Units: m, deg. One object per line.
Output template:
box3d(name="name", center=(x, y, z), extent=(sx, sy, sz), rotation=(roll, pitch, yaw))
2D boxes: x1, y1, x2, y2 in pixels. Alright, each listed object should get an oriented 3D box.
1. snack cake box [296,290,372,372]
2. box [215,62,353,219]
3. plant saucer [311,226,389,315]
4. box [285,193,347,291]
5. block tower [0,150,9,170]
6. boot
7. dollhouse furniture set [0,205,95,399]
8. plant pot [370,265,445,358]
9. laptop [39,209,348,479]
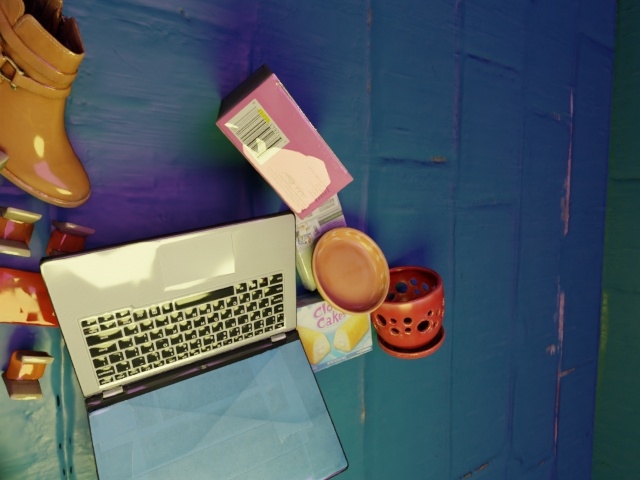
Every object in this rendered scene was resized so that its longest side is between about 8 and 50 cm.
box3d(name="snack cake box", center=(-0.014, 0.199, 0.935), extent=(0.264, 0.089, 0.152), rotation=(-10, 100, -33))
box3d(name="box", center=(-0.072, -0.189, 0.764), extent=(0.117, 0.243, 0.214), rotation=(-37, 117, 9))
box3d(name="plant saucer", center=(0.064, 0.069, 0.929), extent=(0.199, 0.037, 0.200), rotation=(13, 64, -26))
box3d(name="box", center=(0.000, 0.000, 0.961), extent=(0.145, 0.038, 0.187), rotation=(-28, 107, -29))
box3d(name="block tower", center=(-0.578, -0.161, 0.495), extent=(0.335, 0.097, 0.091), rotation=(38, 34, -24))
box3d(name="boot", center=(-0.378, -0.199, 0.580), extent=(0.284, 0.220, 0.109), rotation=(62, 28, -13))
box3d(name="dollhouse furniture set", center=(-0.497, 0.074, 0.603), extent=(0.259, 0.135, 0.262), rotation=(20, 82, -45))
box3d(name="plant pot", center=(0.210, 0.177, 1.031), extent=(0.191, 0.191, 0.174), rotation=(-26, 116, -30))
box3d(name="laptop", center=(-0.165, 0.211, 0.652), extent=(0.381, 0.236, 0.409), rotation=(-13, 121, -26))
